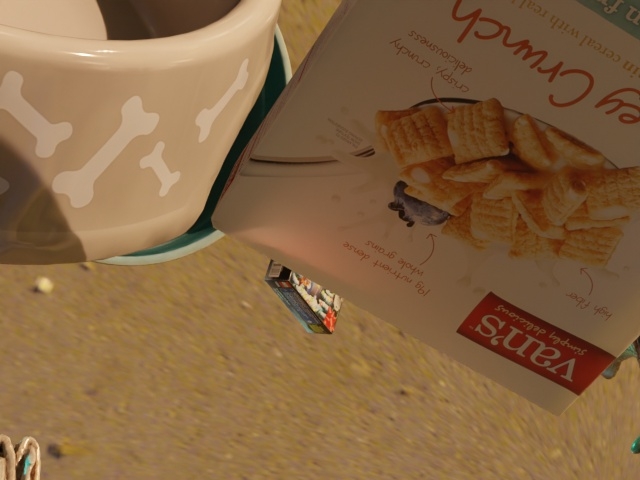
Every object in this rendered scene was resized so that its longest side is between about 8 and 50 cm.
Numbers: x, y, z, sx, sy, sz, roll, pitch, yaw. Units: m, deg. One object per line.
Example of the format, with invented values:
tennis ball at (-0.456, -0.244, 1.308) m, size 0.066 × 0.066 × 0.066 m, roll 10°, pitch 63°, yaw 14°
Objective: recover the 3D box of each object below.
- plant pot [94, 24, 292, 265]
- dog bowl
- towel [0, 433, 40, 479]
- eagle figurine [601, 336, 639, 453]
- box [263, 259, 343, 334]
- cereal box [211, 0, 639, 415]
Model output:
plant pot at (-0.195, -0.113, 1.382) m, size 0.271 × 0.255 × 0.272 m, roll 0°, pitch 89°, yaw -22°
dog bowl at (-0.174, -0.143, 0.774) m, size 0.348 × 0.348 × 0.102 m, roll 38°, pitch 125°, yaw 14°
towel at (-0.274, 0.287, 1.339) m, size 0.049 × 0.282 × 0.187 m, roll 8°, pitch 63°, yaw -18°
eagle figurine at (0.307, 0.084, 1.446) m, size 0.226 × 0.298 × 0.225 m, roll 25°, pitch 111°, yaw -12°
box at (0.000, 0.000, 1.406) m, size 0.027 × 0.094 × 0.137 m, roll 2°, pitch 59°, yaw 28°
cereal box at (0.087, -0.053, 0.609) m, size 0.173 × 0.047 × 0.240 m, roll 29°, pitch 127°, yaw -9°
